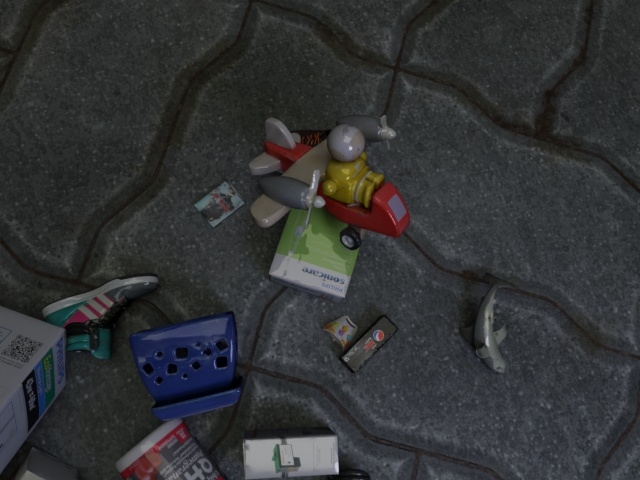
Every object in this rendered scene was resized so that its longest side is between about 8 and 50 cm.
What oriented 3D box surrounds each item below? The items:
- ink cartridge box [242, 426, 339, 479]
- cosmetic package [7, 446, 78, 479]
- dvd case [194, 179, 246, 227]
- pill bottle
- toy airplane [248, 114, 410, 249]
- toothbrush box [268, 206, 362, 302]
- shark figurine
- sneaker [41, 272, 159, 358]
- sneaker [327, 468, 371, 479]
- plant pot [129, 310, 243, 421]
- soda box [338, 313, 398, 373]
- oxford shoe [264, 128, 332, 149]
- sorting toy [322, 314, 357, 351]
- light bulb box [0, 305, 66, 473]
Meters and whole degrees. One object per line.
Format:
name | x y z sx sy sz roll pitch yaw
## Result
ink cartridge box | -0.075 0.510 1.267 0.220 0.160 0.092 -1 77 -5
cosmetic package | -0.687 0.641 1.161 0.129 0.153 0.296 39 73 -19
dvd case | -0.280 -0.103 1.465 0.119 0.013 0.087 -39 83 -14
pill bottle | -0.310 0.584 1.215 0.176 0.176 0.318 -39 84 -13
toy airplane | 0.016 -0.186 1.257 0.385 0.272 0.385 2 57 -17
toothbrush box | 0.000 0.000 1.414 0.206 0.122 0.283 17 74 -1
shark figurine | 0.434 0.221 1.425 0.166 0.116 0.278 9 82 -38
sneaker | -0.530 0.203 1.307 0.296 0.124 0.178 -21 75 -3
sneaker | 0.013 0.657 1.282 0.296 0.104 0.146 -25 35 14
plant pot | -0.304 0.297 1.262 0.236 0.236 0.211 -12 85 -9
soda box | 0.129 0.276 1.398 0.169 0.053 0.060 -43 85 -13
oxford shoe | -0.024 -0.284 1.490 0.272 0.098 0.096 -3 77 -7
sorting toy | 0.061 0.241 1.411 0.083 0.045 0.075 45 57 5
light bulb box | -0.806 0.323 1.117 0.358 0.225 0.361 20 36 -1
